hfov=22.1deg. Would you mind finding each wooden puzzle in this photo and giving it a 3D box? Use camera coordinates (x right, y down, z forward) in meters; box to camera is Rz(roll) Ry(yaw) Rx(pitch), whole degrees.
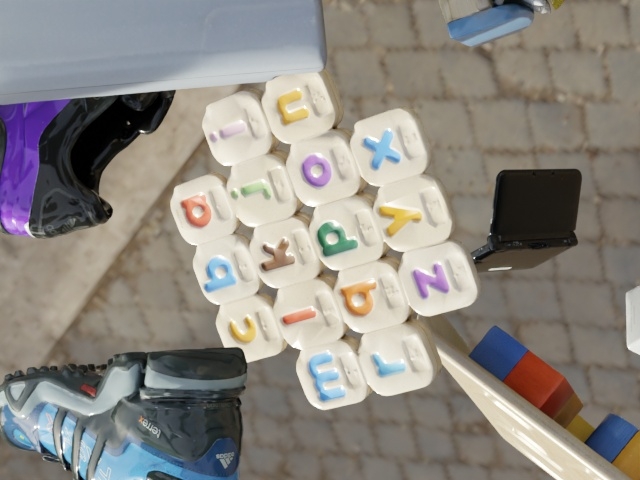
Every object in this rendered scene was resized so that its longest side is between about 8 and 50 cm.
[{"bbox_3d":[0.267,0.211,1.638,0.348,0.080,0.322,42,176,31],"label":"wooden puzzle"}]

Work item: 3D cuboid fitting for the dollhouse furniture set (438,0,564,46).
[{"bbox_3d":[0.140,-0.308,1.152,0.198,0.303,0.286,-18,88,12],"label":"dollhouse furniture set"}]

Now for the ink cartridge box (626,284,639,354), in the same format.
[{"bbox_3d":[0.356,0.051,1.367,0.104,0.062,0.181,26,141,-26],"label":"ink cartridge box"}]

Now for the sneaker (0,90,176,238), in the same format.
[{"bbox_3d":[-0.170,-0.138,1.190,0.146,0.293,0.102,6,168,15],"label":"sneaker"}]

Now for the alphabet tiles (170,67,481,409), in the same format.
[{"bbox_3d":[0.000,0.000,1.383,0.278,0.021,0.284,-18,95,38],"label":"alphabet tiles"}]

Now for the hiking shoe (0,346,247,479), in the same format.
[{"bbox_3d":[-0.164,0.158,1.244,0.304,0.113,0.132,-15,77,54],"label":"hiking shoe"}]

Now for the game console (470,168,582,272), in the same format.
[{"bbox_3d":[0.194,-0.018,1.626,0.107,0.122,0.071,-33,67,47],"label":"game console"}]

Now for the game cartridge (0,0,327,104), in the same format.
[{"bbox_3d":[-0.107,-0.220,0.826,0.198,0.297,0.062,-5,168,-5],"label":"game cartridge"}]
